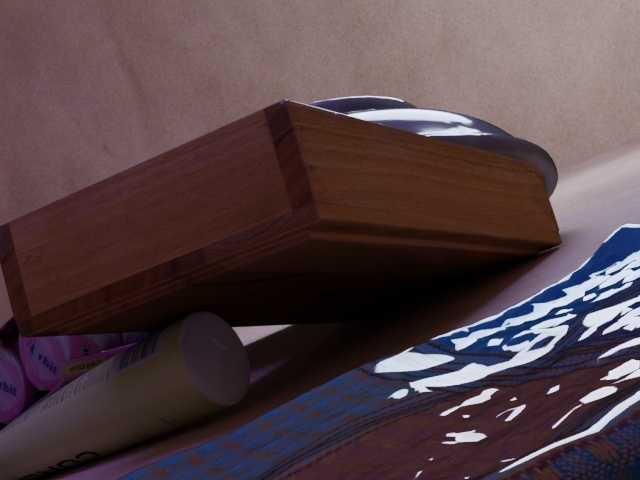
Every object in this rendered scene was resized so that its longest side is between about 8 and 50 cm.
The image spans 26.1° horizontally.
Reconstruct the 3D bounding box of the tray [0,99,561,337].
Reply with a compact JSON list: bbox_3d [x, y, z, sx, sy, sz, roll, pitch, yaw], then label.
[{"bbox_3d":[0.000,0.000,0.924,0.202,0.076,0.411,-22,-12,25],"label":"tray"}]

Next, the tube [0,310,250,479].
[{"bbox_3d":[-0.150,0.116,0.883,0.240,0.062,0.070,-26,-44,30],"label":"tube"}]

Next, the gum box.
[{"bbox_3d":[-0.191,0.096,0.985,0.107,0.062,0.188,-10,-20,-47],"label":"gum box"}]

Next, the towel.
[{"bbox_3d":[0.051,0.051,0.439,0.370,0.040,0.271,-23,1,-26],"label":"towel"}]

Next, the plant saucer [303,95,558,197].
[{"bbox_3d":[-0.002,-0.036,1.192,0.400,0.101,0.400,-15,-15,-4],"label":"plant saucer"}]

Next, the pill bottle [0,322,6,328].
[{"bbox_3d":[-0.228,0.107,1.224,0.108,0.108,0.193,-22,1,-25],"label":"pill bottle"}]
